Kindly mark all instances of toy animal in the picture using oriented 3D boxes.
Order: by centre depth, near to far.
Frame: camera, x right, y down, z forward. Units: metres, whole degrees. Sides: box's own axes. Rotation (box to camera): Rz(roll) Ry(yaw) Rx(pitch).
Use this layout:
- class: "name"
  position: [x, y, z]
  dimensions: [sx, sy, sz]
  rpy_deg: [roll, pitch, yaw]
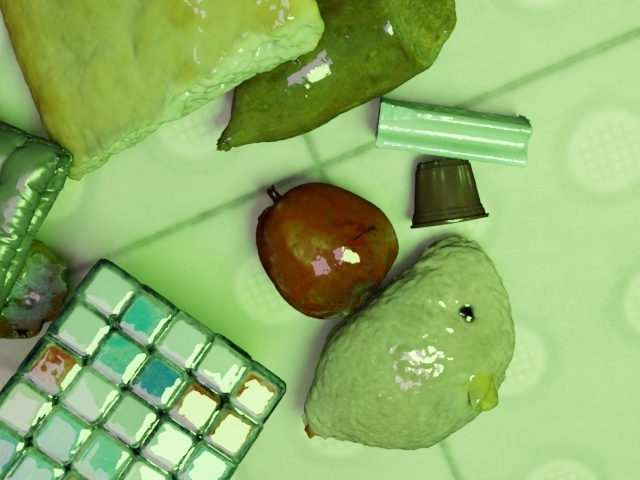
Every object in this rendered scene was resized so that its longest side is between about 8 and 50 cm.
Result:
- class: "toy animal"
  position: [0.130, 0.177, 1.188]
  dimensions: [0.358, 0.188, 0.226]
  rpy_deg: [-41, 94, 13]

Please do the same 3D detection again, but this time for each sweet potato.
- class: "sweet potato"
  position: [0.009, -0.238, 1.110]
  dimensions: [0.370, 0.158, 0.157]
  rpy_deg: [-28, 102, 17]

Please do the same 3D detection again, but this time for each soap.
- class: "soap"
  position: [0.173, -0.147, 1.137]
  dimensions: [0.198, 0.114, 0.063]
  rpy_deg: [7, 105, 0]

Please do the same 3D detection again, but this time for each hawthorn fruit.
- class: "hawthorn fruit"
  position: [0.000, 0.000, 1.158]
  dimensions: [0.202, 0.185, 0.185]
  rpy_deg: [46, 103, 8]

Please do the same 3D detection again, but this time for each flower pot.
- class: "flower pot"
  position: [0.171, -0.068, 1.169]
  dimensions: [0.111, 0.111, 0.089]
  rpy_deg: [-9, 92, 5]

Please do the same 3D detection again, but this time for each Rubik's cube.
- class: "Rubik's cube"
  position: [-0.256, 0.224, 1.125]
  dimensions: [0.292, 0.293, 0.287]
  rpy_deg: [35, 77, -6]

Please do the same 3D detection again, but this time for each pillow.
- class: "pillow"
  position: [-0.491, -0.015, 1.110]
  dimensions: [0.228, 0.101, 0.326]
  rpy_deg: [25, 94, 2]

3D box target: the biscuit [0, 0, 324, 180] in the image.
- class: "biscuit"
  position: [-0.234, -0.339, 1.049]
  dimensions: [0.429, 0.104, 0.446]
  rpy_deg: [-15, 97, 29]

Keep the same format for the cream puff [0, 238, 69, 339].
- class: "cream puff"
  position: [-0.446, 0.066, 1.228]
  dimensions: [0.156, 0.121, 0.156]
  rpy_deg: [-7, 74, 27]

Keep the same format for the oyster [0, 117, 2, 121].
- class: "oyster"
  position: [-0.566, -0.149, 1.193]
  dimensions: [0.233, 0.107, 0.161]
  rpy_deg: [-12, 98, -12]
